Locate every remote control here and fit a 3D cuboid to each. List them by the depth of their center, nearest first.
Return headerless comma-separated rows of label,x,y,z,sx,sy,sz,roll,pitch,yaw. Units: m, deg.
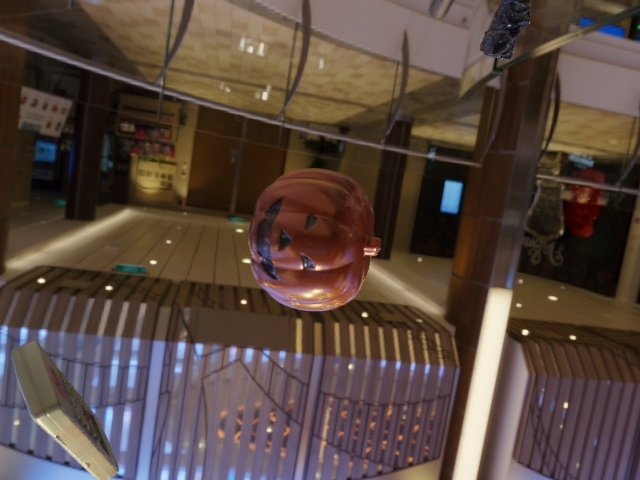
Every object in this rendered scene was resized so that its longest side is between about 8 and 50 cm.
remote control,-0.448,0.315,0.938,0.050,0.344,0.145,-27,-124,-22

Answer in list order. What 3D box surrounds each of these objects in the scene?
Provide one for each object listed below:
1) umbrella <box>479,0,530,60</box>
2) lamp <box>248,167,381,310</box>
umbrella,0.362,-0.441,0.945,0.071,0.224,0.080,5,-147,-16
lamp,0.000,0.000,0.690,0.164,0.187,0.187,5,-175,19
